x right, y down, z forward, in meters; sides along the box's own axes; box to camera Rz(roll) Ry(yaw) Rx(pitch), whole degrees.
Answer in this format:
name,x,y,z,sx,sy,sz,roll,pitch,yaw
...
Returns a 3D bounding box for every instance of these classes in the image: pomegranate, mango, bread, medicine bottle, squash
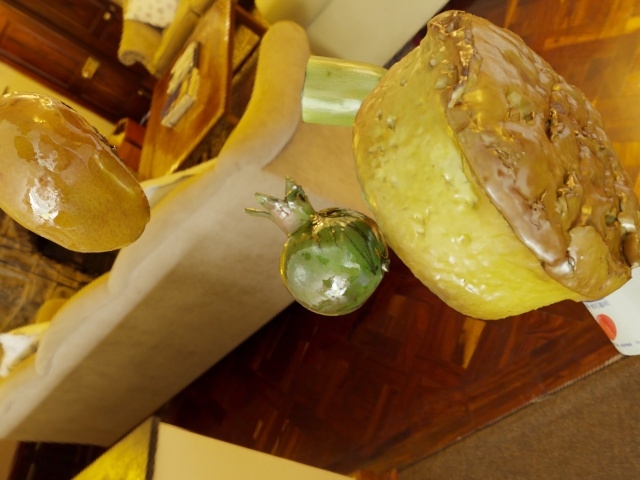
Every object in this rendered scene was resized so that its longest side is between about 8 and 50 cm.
name,x,y,z,sx,sy,sz,roll,pitch,yaw
pomegranate,0.000,0.000,0.763,0.131,0.191,0.152,-39,-1,17
mango,-0.208,-0.051,0.502,0.084,0.159,0.105,-31,31,36
bread,0.213,-0.090,0.721,0.215,0.398,0.398,-36,39,37
medicine bottle,0.450,0.014,0.991,0.130,0.341,0.130,-35,-1,-1
squash,0.060,-0.253,1.057,0.123,0.187,0.123,-173,90,-87
